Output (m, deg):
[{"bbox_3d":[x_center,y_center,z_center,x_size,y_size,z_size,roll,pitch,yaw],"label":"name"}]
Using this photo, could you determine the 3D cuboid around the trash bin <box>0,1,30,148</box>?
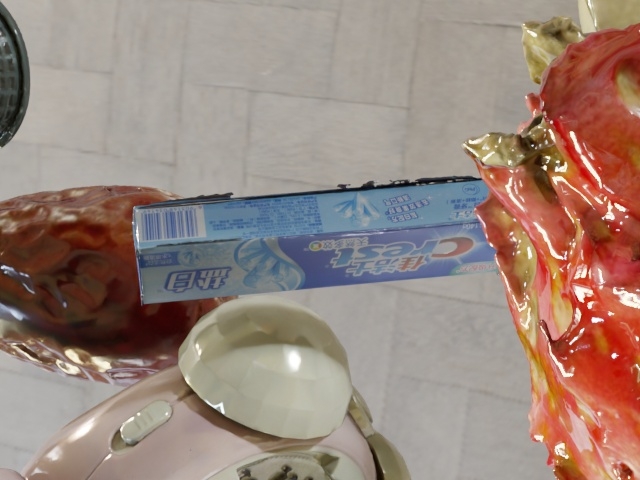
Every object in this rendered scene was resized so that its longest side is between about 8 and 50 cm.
[{"bbox_3d":[-0.386,-0.151,1.282,0.175,0.161,0.175,7,104,31],"label":"trash bin"}]

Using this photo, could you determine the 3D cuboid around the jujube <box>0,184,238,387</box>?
[{"bbox_3d":[-0.248,0.045,1.538,0.318,0.223,0.223,6,96,11],"label":"jujube"}]

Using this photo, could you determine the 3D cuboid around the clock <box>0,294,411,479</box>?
[{"bbox_3d":[-0.090,0.227,1.201,0.326,0.342,0.184,-33,52,-5],"label":"clock"}]

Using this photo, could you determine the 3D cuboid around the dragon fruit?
[{"bbox_3d":[0.150,0.015,0.433,0.268,0.210,0.205,29,113,-24],"label":"dragon fruit"}]

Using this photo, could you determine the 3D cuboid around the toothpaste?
[{"bbox_3d":[0.000,0.000,1.032,0.272,0.053,0.066,-5,133,-7],"label":"toothpaste"}]

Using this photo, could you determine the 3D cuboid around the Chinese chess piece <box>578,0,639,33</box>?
[{"bbox_3d":[0.362,-0.199,1.047,0.338,0.140,0.338,-6,75,22],"label":"Chinese chess piece"}]
